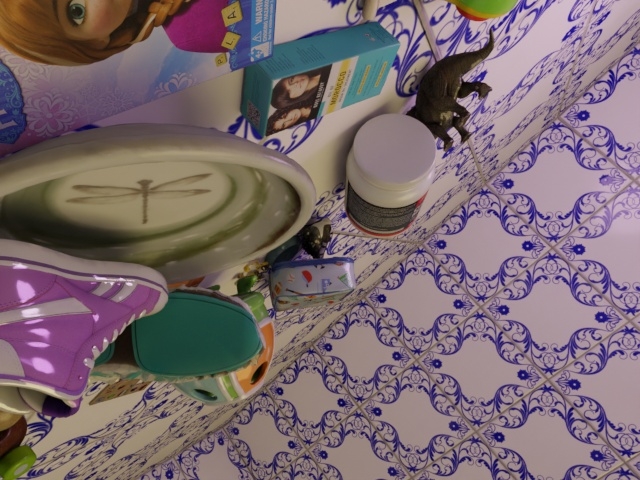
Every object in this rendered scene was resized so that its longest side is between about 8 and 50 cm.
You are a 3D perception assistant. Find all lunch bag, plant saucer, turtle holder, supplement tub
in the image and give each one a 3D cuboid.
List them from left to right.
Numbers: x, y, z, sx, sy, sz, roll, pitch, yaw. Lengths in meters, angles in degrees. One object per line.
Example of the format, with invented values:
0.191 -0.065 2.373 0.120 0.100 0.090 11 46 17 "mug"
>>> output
-0.207 -0.038 0.505 0.399 0.101 0.400 -15 164 -5 "plant saucer"
-0.249 0.228 0.899 0.319 0.228 0.243 -18 -178 5 "turtle holder"
-0.098 0.034 1.140 0.119 0.021 0.119 -36 162 -13 "plant saucer"
-0.022 0.124 1.194 0.242 0.115 0.303 -7 167 -10 "lunch bag"
0.151 -0.135 0.963 0.191 0.191 0.272 -36 162 -12 "supplement tub"

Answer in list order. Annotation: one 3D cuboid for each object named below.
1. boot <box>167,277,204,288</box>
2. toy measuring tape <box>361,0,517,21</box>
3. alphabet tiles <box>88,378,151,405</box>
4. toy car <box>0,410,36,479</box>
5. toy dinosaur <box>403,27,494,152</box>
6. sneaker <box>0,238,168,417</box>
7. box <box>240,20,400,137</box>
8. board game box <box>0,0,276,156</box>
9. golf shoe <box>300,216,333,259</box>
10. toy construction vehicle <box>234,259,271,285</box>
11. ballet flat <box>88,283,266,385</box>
-0.274 0.051 0.760 0.152 0.073 0.197 -49 168 21 "boot"
0.217 -0.379 0.639 0.330 0.121 0.121 -32 161 -23 "toy measuring tape"
-0.481 0.356 1.159 0.237 0.009 0.198 -43 162 9 "alphabet tiles"
-0.511 0.266 0.679 0.188 0.155 0.149 -52 163 -4 "toy car"
0.255 -0.294 0.891 0.121 0.160 0.314 -34 154 -23 "toy dinosaur"
-0.263 0.105 0.464 0.102 0.161 0.282 -21 165 12 "sneaker"
0.003 -0.241 0.622 0.244 0.060 0.101 -30 160 -30 "box"
-0.168 -0.231 0.290 0.317 0.066 0.319 -32 160 -24 "board game box"
0.000 0.000 1.170 0.094 0.077 0.198 -44 170 -14 "golf shoe"
-0.175 0.081 1.089 0.086 0.035 0.098 -39 163 35 "toy construction vehicle"
-0.290 0.144 0.655 0.407 0.147 0.147 -1 153 -7 "ballet flat"
